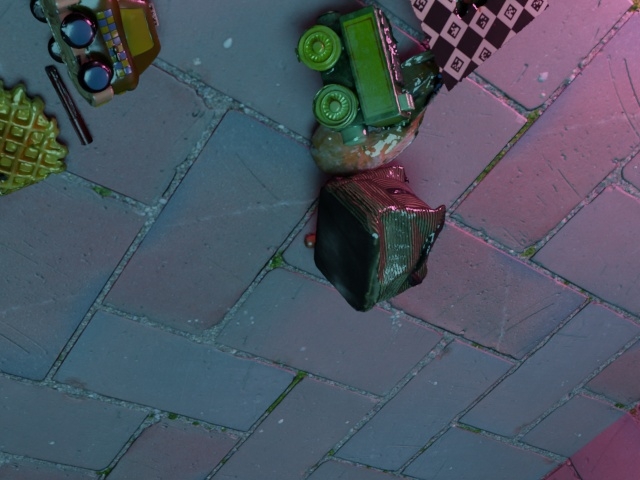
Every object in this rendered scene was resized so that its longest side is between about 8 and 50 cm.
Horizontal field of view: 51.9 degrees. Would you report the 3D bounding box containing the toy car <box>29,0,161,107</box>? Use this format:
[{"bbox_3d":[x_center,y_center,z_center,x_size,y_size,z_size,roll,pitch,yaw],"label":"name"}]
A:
[{"bbox_3d":[-0.396,-0.393,1.209,0.198,0.204,0.248,-30,135,-21],"label":"toy car"}]

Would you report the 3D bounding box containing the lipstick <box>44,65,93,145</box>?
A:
[{"bbox_3d":[-0.515,-0.276,1.350,0.027,0.027,0.177,-16,128,-2],"label":"lipstick"}]

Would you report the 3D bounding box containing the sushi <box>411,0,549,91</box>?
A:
[{"bbox_3d":[0.305,-0.496,1.326,0.290,0.050,0.264,-39,124,-6],"label":"sushi"}]

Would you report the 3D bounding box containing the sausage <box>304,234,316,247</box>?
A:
[{"bbox_3d":[0.000,0.000,1.694,0.083,0.034,0.034,-9,129,-10],"label":"sausage"}]

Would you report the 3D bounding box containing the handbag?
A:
[{"bbox_3d":[0.140,-0.010,1.572,0.240,0.247,0.341,-24,144,-25],"label":"handbag"}]

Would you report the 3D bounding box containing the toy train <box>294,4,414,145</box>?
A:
[{"bbox_3d":[0.072,-0.332,1.319,0.188,0.159,0.272,-13,93,16],"label":"toy train"}]

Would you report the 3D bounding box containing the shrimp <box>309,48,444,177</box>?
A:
[{"bbox_3d":[0.171,-0.289,1.471,0.445,0.110,0.221,-37,133,19],"label":"shrimp"}]

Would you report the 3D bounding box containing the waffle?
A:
[{"bbox_3d":[-0.667,-0.205,1.349,0.261,0.056,0.250,-19,130,4],"label":"waffle"}]
